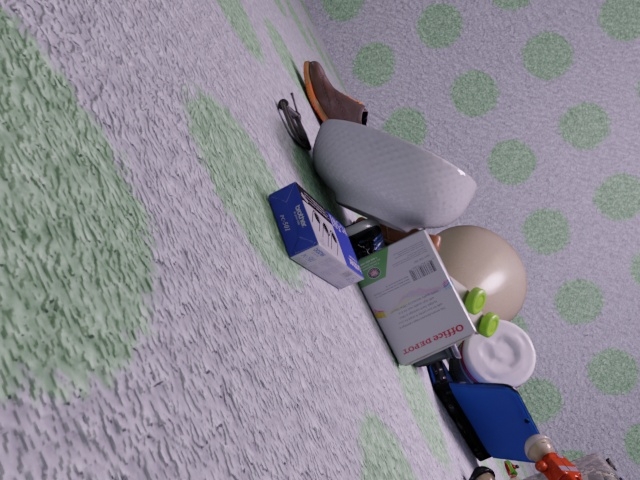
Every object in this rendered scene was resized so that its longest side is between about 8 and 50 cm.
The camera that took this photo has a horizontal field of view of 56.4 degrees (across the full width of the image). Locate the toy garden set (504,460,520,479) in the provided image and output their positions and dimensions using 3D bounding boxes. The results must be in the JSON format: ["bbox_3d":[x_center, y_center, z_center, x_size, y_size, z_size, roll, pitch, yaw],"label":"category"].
[{"bbox_3d":[0.699,0.865,2.032,0.204,0.049,0.244,48,19,-53],"label":"toy garden set"}]

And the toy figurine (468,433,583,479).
[{"bbox_3d":[0.422,0.520,1.193,0.209,0.213,0.148,61,-5,-28],"label":"toy figurine"}]

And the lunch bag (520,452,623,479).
[{"bbox_3d":[0.630,0.678,1.507,0.212,0.305,0.256,62,13,-10],"label":"lunch bag"}]

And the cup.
[{"bbox_3d":[0.382,0.142,1.675,0.237,0.331,0.331,-24,88,-54],"label":"cup"}]

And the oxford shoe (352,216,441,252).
[{"bbox_3d":[0.170,-0.017,1.327,0.212,0.076,0.076,23,-1,26],"label":"oxford shoe"}]

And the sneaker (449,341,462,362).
[{"bbox_3d":[0.459,0.341,1.909,0.275,0.107,0.110,63,31,-7],"label":"sneaker"}]

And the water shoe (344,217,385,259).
[{"bbox_3d":[0.101,0.012,1.203,0.203,0.073,0.080,29,41,-69],"label":"water shoe"}]

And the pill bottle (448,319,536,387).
[{"bbox_3d":[0.439,0.336,1.587,0.318,0.176,0.176,88,-17,-65],"label":"pill bottle"}]

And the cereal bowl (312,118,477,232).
[{"bbox_3d":[0.130,-0.109,1.202,0.339,0.141,0.339,24,1,-1],"label":"cereal bowl"}]

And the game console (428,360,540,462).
[{"bbox_3d":[0.398,0.387,1.444,0.293,0.173,0.250,58,13,-27],"label":"game console"}]

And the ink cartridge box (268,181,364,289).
[{"bbox_3d":[0.000,0.000,0.856,0.207,0.046,0.097,38,29,-65],"label":"ink cartridge box"}]

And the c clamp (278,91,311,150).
[{"bbox_3d":[-0.055,-0.247,1.217,0.161,0.022,0.137,-30,99,-80],"label":"c clamp"}]

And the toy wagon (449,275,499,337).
[{"bbox_3d":[0.271,0.140,1.362,0.267,0.068,0.344,25,-17,41],"label":"toy wagon"}]

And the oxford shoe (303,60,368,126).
[{"bbox_3d":[0.061,-0.361,1.672,0.363,0.133,0.130,66,12,12],"label":"oxford shoe"}]

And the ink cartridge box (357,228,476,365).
[{"bbox_3d":[0.174,0.104,1.118,0.212,0.154,0.093,63,10,2],"label":"ink cartridge box"}]

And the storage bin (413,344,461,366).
[{"bbox_3d":[0.241,0.228,1.302,0.098,0.091,0.135,68,11,18],"label":"storage bin"}]
